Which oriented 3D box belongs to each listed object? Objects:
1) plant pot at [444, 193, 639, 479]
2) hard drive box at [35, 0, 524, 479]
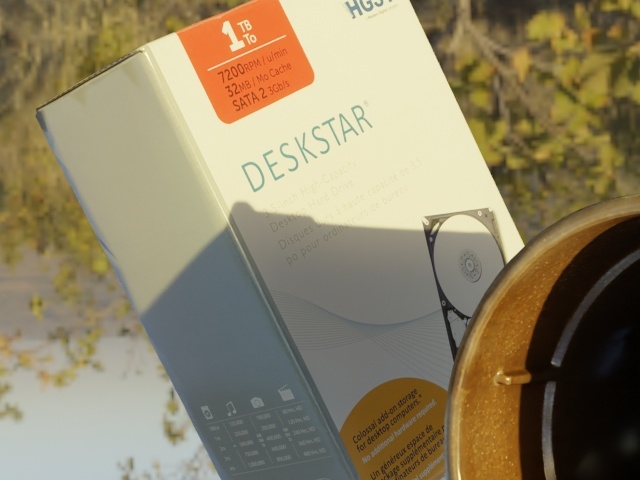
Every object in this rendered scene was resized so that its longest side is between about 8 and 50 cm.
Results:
[{"bbox_3d":[0.156,0.064,0.435,0.165,0.166,0.167,-5,178,-43],"label":"plant pot"},{"bbox_3d":[0.000,0.000,0.662,0.089,0.232,0.181,-20,-170,45],"label":"hard drive box"}]
